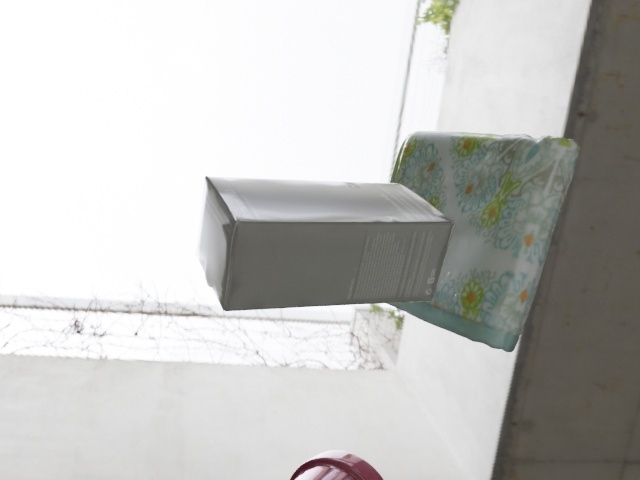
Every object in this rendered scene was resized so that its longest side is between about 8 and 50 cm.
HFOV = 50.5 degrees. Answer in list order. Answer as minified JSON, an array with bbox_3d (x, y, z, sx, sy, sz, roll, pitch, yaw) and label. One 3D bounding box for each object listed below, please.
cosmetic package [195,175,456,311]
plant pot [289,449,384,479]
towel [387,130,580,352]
[{"bbox_3d":[0.000,0.000,0.707,0.238,0.127,0.107,2,-66,-27],"label":"cosmetic package"},{"bbox_3d":[0.000,0.478,1.146,0.202,0.180,0.201,0,-89,31],"label":"plant pot"},{"bbox_3d":[0.222,-0.021,1.112,0.090,0.374,0.320,13,-86,-30],"label":"towel"}]
